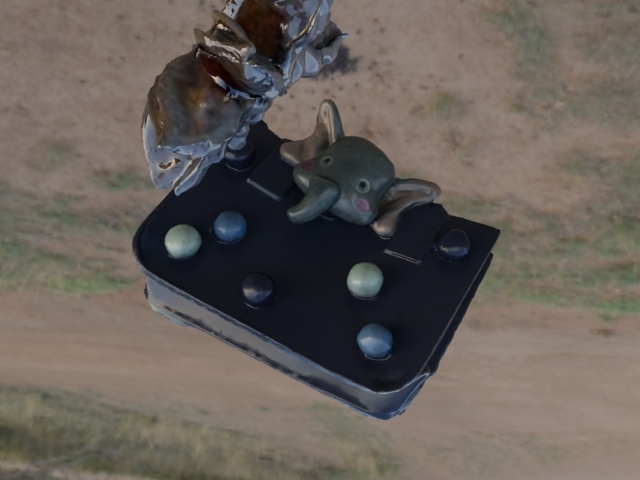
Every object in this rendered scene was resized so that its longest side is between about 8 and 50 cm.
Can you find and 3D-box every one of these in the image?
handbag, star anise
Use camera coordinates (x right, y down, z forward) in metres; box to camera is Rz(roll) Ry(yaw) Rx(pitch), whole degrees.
[{"bbox_3d":[0.000,0.000,0.928,0.326,0.269,0.118,25,153,15],"label":"handbag"},{"bbox_3d":[-0.056,-0.139,0.722,0.093,0.236,0.229,44,126,2],"label":"star anise"}]
